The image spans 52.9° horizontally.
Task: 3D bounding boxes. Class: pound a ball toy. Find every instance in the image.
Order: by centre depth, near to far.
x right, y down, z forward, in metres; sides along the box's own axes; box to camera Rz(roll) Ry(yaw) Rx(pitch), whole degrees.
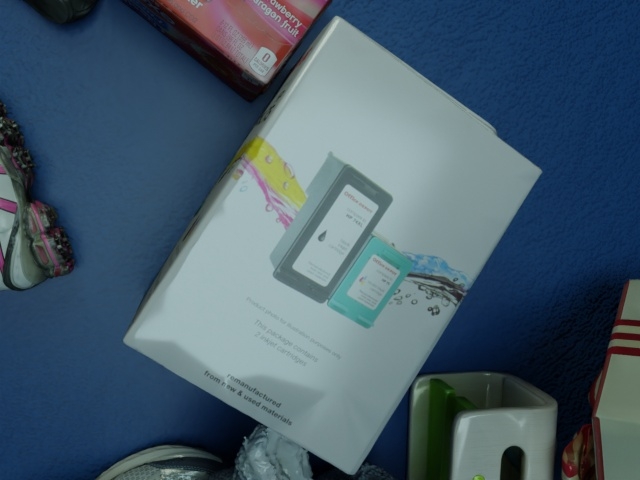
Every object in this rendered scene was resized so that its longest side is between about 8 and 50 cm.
[{"bbox_3d":[0.173,0.306,0.600,0.135,0.208,0.319,0,94,-11],"label":"pound a ball toy"}]

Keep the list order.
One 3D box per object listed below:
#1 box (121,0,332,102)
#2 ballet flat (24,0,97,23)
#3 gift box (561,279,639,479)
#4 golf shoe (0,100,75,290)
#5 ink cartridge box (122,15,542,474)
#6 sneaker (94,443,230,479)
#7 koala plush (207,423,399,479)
[{"bbox_3d":[-0.116,-0.248,0.535,0.257,0.122,0.128,37,87,-12],"label":"box"},{"bbox_3d":[-0.269,-0.254,0.549,0.173,0.057,0.049,42,45,-13],"label":"ballet flat"},{"bbox_3d":[0.362,0.208,0.567,0.258,0.255,0.276,2,112,32],"label":"gift box"},{"bbox_3d":[-0.283,-0.044,0.546,0.086,0.067,0.186,-20,99,-8],"label":"golf shoe"},{"bbox_3d":[0.000,0.000,0.543,0.197,0.198,0.270,33,87,-12],"label":"ink cartridge box"},{"bbox_3d":[-0.205,0.276,0.562,0.283,0.122,0.110,-18,98,-10],"label":"sneaker"},{"bbox_3d":[-0.025,0.258,0.543,0.221,0.203,0.196,34,107,-26],"label":"koala plush"}]
